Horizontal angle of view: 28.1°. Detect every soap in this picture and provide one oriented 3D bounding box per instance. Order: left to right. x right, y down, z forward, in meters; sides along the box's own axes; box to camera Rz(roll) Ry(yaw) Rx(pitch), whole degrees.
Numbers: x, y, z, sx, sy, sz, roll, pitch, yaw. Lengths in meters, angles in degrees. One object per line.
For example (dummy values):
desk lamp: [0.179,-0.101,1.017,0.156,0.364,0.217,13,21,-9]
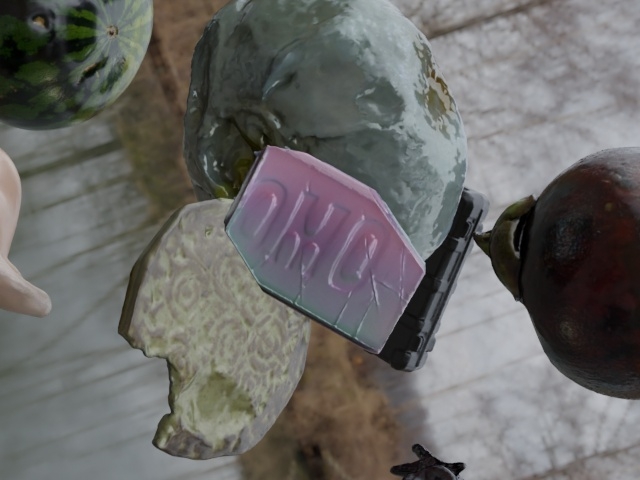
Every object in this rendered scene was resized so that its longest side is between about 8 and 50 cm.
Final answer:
soap: [0.000,0.000,0.895,0.149,0.100,0.056,30,2,2]

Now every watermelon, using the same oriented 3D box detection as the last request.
watermelon: [-0.350,-0.278,1.598,0.285,0.285,0.285,-19,90,-88]

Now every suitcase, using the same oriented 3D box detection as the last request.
suitcase: [0.114,0.028,1.890,0.206,0.286,0.066,30,14,35]

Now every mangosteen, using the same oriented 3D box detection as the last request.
mangosteen: [0.349,0.044,1.557,0.306,0.359,0.306,23,63,-57]

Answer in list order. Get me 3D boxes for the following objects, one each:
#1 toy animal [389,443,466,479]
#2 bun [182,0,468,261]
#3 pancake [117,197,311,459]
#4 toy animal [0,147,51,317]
toy animal: [0.148,0.303,1.111,0.195,0.090,0.324,37,-27,36]
bun: [-0.013,-0.110,1.393,0.211,0.361,0.362,-14,84,-52]
pancake: [-0.082,0.075,1.086,0.029,0.212,0.235,9,-64,40]
toy animal: [-0.423,0.027,1.299,0.269,0.237,0.326,48,-49,50]
